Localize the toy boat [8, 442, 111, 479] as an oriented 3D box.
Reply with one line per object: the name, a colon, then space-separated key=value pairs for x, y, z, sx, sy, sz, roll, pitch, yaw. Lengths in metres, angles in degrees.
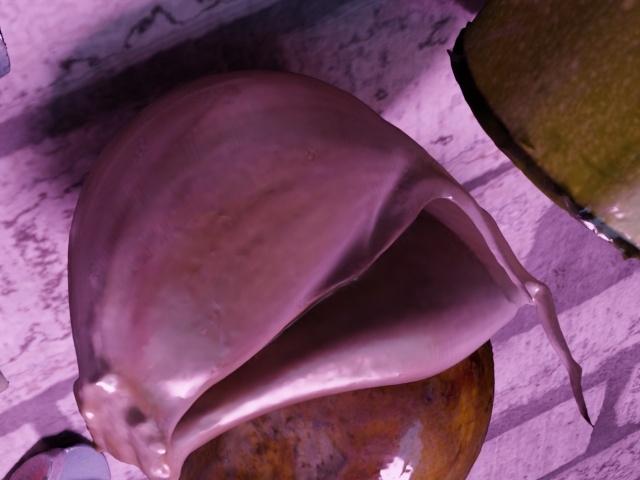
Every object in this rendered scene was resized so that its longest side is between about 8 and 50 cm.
toy boat: x=-0.229 y=0.213 z=1.160 sx=0.096 sy=0.034 sz=0.122 roll=-47 pitch=157 yaw=24

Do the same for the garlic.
garlic: x=0.000 y=0.000 z=0.836 sx=0.340 sy=0.246 sz=0.231 roll=-7 pitch=137 yaw=-6

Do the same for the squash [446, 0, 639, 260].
squash: x=0.300 y=-0.187 z=0.819 sx=0.263 sy=0.263 sz=0.384 roll=8 pitch=133 yaw=-50

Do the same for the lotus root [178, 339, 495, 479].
lotus root: x=0.022 y=0.170 z=1.125 sx=0.250 sy=0.250 sz=0.346 roll=-4 pitch=137 yaw=-40

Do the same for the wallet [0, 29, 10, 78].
wallet: x=-0.290 y=-0.116 z=0.562 sx=0.251 sy=0.054 sz=0.290 roll=-28 pitch=149 yaw=-11

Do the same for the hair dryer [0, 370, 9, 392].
hair dryer: x=-0.326 y=0.108 z=0.875 sx=0.219 sy=0.088 sz=0.225 roll=-20 pitch=134 yaw=-34
